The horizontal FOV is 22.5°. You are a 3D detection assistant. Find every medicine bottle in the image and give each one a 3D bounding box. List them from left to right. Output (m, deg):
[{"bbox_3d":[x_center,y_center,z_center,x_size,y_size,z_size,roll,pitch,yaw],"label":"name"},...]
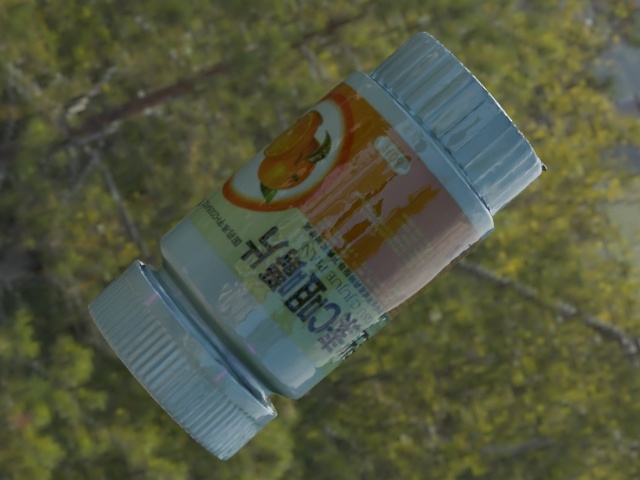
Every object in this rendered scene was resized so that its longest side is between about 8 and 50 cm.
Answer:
[{"bbox_3d":[0.000,0.000,1.172,0.158,0.318,0.158,49,-1,2],"label":"medicine bottle"}]
